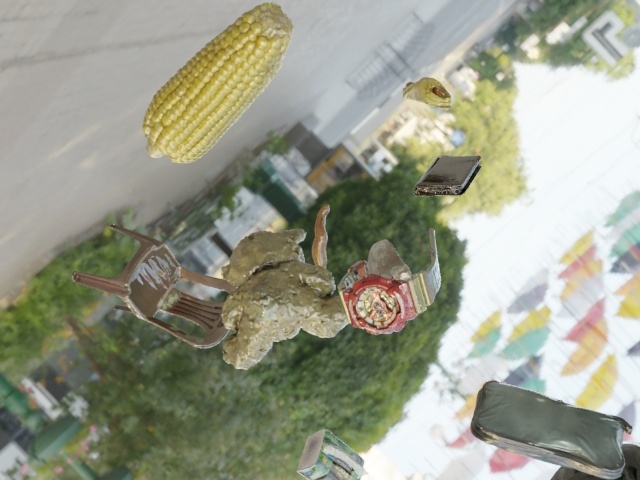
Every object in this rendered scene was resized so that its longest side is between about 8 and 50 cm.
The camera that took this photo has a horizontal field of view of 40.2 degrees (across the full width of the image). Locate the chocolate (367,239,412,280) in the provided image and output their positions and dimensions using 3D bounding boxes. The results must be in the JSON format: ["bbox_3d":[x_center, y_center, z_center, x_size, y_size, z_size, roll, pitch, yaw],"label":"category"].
[{"bbox_3d":[0.184,0.104,2.435,0.080,0.157,0.254,-13,-154,-10],"label":"chocolate"}]

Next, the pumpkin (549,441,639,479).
[{"bbox_3d":[0.727,0.660,2.043,0.454,0.454,0.344,-42,-151,32],"label":"pumpkin"}]

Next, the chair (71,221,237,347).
[{"bbox_3d":[-0.362,0.105,1.975,0.176,0.326,0.183,-61,145,-26],"label":"chair"}]

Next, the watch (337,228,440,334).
[{"bbox_3d":[0.120,0.060,1.472,0.164,0.102,0.268,-13,-162,12],"label":"watch"}]

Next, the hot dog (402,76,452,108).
[{"bbox_3d":[0.248,-0.348,2.031,0.078,0.061,0.169,-6,-159,-37],"label":"hot dog"}]

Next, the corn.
[{"bbox_3d":[-0.173,-0.246,1.431,0.347,0.130,0.130,-38,-176,31],"label":"corn"}]

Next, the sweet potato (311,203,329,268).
[{"bbox_3d":[0.000,0.001,2.115,0.044,0.179,0.044,1,-173,0],"label":"sweet potato"}]

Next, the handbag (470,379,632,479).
[{"bbox_3d":[0.488,0.394,1.842,0.191,0.332,0.075,-56,157,-59],"label":"handbag"}]

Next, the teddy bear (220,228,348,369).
[{"bbox_3d":[-0.093,0.088,1.663,0.267,0.156,0.256,-24,-141,5],"label":"teddy bear"}]

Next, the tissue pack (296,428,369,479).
[{"bbox_3d":[0.028,0.408,1.598,0.079,0.111,0.085,-32,-154,38],"label":"tissue pack"}]

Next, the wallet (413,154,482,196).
[{"bbox_3d":[0.275,-0.139,1.873,0.110,0.031,0.198,2,-156,22],"label":"wallet"}]
